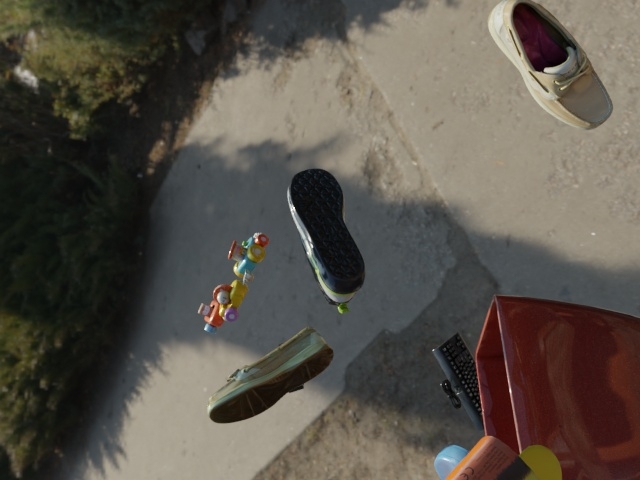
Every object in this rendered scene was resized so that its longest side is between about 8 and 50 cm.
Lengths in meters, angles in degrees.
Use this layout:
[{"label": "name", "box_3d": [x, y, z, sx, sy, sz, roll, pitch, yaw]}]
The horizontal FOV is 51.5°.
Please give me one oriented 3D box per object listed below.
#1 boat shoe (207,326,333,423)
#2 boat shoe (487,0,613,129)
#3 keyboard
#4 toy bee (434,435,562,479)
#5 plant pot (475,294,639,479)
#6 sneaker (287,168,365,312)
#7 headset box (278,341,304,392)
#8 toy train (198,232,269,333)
[{"label": "boat shoe", "box_3d": [-0.060, 0.148, 0.736, 0.048, 0.153, 0.056, 47, 159, 39]}, {"label": "boat shoe", "box_3d": [0.240, -0.179, 0.680, 0.063, 0.170, 0.059, -46, 8, 7]}, {"label": "keyboard", "box_3d": [0.284, 0.279, 1.296, 0.180, 0.108, 0.023, 60, 148, 3]}, {"label": "toy bee", "box_3d": [0.146, 0.265, 0.591, 0.195, 0.298, 0.162, -45, 77, -5]}, {"label": "plant pot", "box_3d": [0.358, 0.236, 0.905, 0.267, 0.236, 0.267, 78, -170, -62]}, {"label": "sneaker", "box_3d": [0.000, 0.000, 0.991, 0.097, 0.084, 0.234, 102, 157, -54]}, {"label": "headset box", "box_3d": [-0.055, 0.235, 1.229, 0.083, 0.032, 0.062, -95, -15, -66]}, {"label": "toy train", "box_3d": [-0.132, 0.057, 0.955, 0.166, 0.046, 0.125, -66, 17, -3]}]
